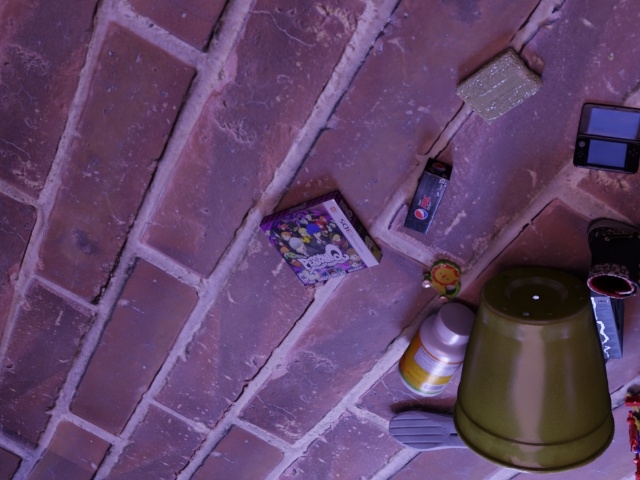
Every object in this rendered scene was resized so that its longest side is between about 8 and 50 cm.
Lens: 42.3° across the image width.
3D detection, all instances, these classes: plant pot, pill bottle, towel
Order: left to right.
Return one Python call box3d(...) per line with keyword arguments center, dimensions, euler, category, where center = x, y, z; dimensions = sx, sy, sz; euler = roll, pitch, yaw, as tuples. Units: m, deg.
box3d(center=(0.295, 0.266, 2.045), dimensions=(0.136, 0.136, 0.245), euler=(24, 134, 0), category="pill bottle")
box3d(center=(0.344, -0.298, 1.601), dimensions=(0.110, 0.027, 0.148), euler=(41, 133, -14), category="towel")
box3d(center=(0.480, 0.262, 1.856), dimensions=(0.367, 0.366, 0.352), euler=(4, 119, 19), category="plant pot")

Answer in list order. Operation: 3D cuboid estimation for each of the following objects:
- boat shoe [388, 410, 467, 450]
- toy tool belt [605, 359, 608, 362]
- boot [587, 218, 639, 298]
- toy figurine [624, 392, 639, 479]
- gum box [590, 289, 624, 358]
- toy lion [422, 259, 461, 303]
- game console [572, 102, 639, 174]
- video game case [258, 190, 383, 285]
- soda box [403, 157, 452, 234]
box3d(center=(0.337, 0.531, 2.291), dimensions=(0.302, 0.109, 0.094), euler=(-2, 172, 33), category="boat shoe")
box3d(center=(0.663, 0.280, 1.969), dimensions=(0.052, 0.051, 0.083), euler=(18, 134, 6), category="toy tool belt")
box3d(center=(0.657, 0.053, 1.680), dimensions=(0.237, 0.178, 0.085), euler=(14, 133, 11), category="boot")
box3d(center=(0.880, 0.529, 2.018), dimensions=(0.217, 0.191, 0.362), euler=(-9, 126, 22), category="toy figurine")
box3d(center=(0.621, 0.136, 1.784), dimensions=(0.041, 0.157, 0.184), euler=(-5, 128, 26), category="gum box")
box3d(center=(0.297, 0.094, 1.968), dimensions=(0.096, 0.034, 0.100), euler=(-34, 112, 31), category="toy lion")
box3d(center=(0.554, -0.194, 1.582), dimensions=(0.122, 0.107, 0.071), euler=(10, 161, 15), category="game console")
box3d(center=(0.000, 0.000, 1.993), dimensions=(0.232, 0.041, 0.210), euler=(-18, 120, 33), category="video game case")
box3d(center=(0.234, -0.095, 1.806), dimensions=(0.060, 0.053, 0.168), euler=(21, 134, 5), category="soda box")
